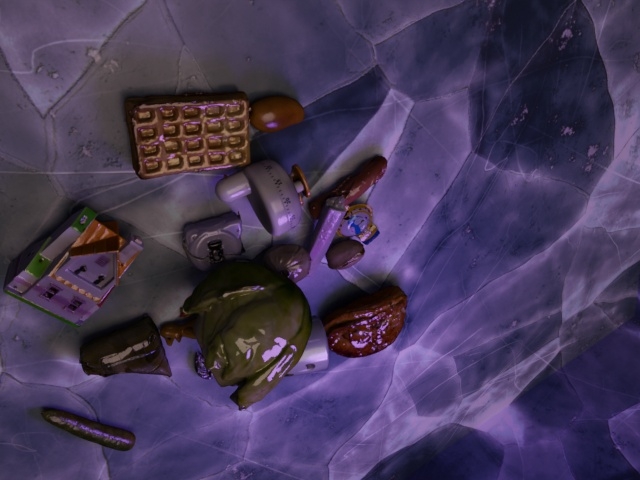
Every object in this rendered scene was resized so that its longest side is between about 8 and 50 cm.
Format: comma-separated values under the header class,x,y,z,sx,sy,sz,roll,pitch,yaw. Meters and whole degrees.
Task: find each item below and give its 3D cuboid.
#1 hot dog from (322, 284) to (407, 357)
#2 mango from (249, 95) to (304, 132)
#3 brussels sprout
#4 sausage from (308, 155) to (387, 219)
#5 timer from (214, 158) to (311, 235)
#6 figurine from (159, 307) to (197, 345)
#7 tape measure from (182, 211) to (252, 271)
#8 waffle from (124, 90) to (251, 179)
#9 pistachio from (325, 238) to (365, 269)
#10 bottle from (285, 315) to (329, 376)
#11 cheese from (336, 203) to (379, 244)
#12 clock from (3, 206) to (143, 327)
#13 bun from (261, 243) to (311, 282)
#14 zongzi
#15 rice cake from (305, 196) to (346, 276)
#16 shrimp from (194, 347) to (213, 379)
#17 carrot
class,x,y,z,sx,sy,sz,roll,pitch,yaw
hot dog,0.190,0.327,1.967,0.388,0.174,0.267,-22,129,-16
mango,-0.123,-0.371,1.433,0.184,0.085,0.102,-13,124,-28
brussels sprout,-0.198,0.273,1.534,0.361,0.342,0.425,-25,116,-12
sausage,0.103,-0.178,1.670,0.327,0.087,0.079,-35,141,-5
timer,-0.170,-0.122,1.465,0.240,0.233,0.233,-27,128,-16
figurine,-0.455,0.285,1.658,0.176,0.121,0.122,-10,95,-12
tape measure,-0.328,0.016,1.543,0.196,0.105,0.178,-22,127,-17
waffle,-0.356,-0.292,1.349,0.328,0.098,0.224,-12,125,-25
pistachio,0.091,0.051,1.786,0.149,0.113,0.113,-26,133,23
bottle,-0.157,0.407,1.812,0.352,0.229,0.229,-8,122,-16
cheese,0.142,-0.055,1.780,0.156,0.064,0.250,-43,141,10
clock,-0.654,0.058,1.356,0.309,0.166,0.235,-39,129,7
bun,-0.117,0.091,1.663,0.167,0.113,0.173,31,123,-12
zongzi,-0.633,0.405,1.605,0.251,0.125,0.274,-19,131,-19
rice cake,0.000,0.000,1.685,0.073,0.056,0.365,5,133,-26
shrimp,-0.427,0.454,1.786,0.065,0.056,0.165,-6,132,-8
carrot,-0.801,0.656,1.697,0.074,0.074,0.358,-46,128,3
